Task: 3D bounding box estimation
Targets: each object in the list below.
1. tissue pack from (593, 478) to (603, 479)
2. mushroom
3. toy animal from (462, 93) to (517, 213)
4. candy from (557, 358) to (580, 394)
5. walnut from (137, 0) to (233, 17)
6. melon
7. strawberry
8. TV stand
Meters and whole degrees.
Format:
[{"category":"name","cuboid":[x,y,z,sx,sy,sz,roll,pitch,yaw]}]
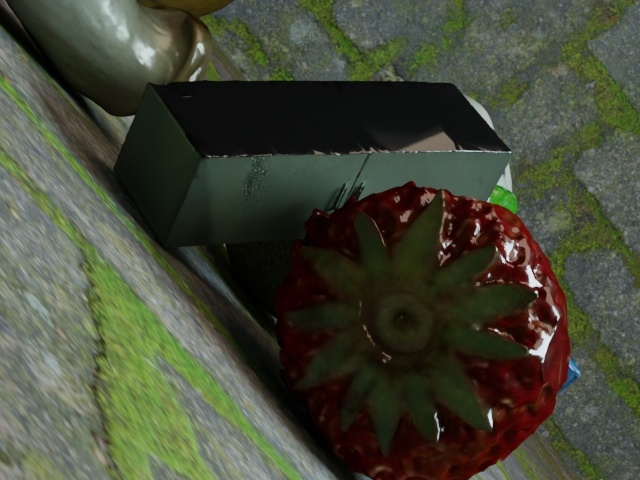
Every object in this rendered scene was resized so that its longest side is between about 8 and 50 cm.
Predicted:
[{"category":"tissue pack","cuboid":[0.279,0.358,1.412,0.228,0.128,0.311,47,7,-42]},{"category":"mushroom","cuboid":[-0.197,-0.191,1.286,0.328,0.122,0.159,46,43,-45]},{"category":"toy animal","cuboid":[0.078,-0.039,1.746,0.267,0.212,0.212,-2,45,-43]},{"category":"candy","cuboid":[0.182,0.134,2.078,0.100,0.157,0.306,51,5,-4]},{"category":"walnut","cuboid":[-0.182,-0.389,1.733,0.398,0.308,0.354,48,38,-36]},{"category":"melon","cuboid":[0.000,0.000,1.422,0.139,0.139,0.192,47,4,-47]},{"category":"strawberry","cuboid":[0.074,0.072,1.272,0.205,0.205,0.244,52,3,15]},{"category":"TV stand","cuboid":[-0.001,-0.056,1.298,0.270,0.082,0.088,-4,45,-37]}]
